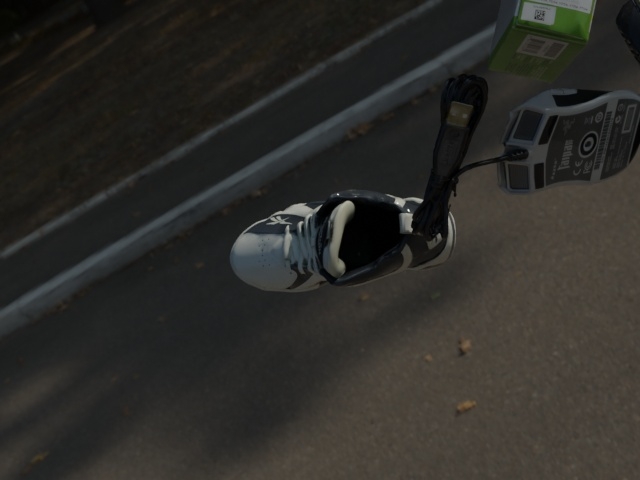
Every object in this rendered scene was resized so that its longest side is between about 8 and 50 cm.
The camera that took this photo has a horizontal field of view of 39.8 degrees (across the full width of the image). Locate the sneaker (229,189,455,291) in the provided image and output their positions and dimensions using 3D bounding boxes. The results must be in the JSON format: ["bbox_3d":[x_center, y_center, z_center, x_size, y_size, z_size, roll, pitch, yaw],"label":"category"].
[{"bbox_3d":[0.000,0.000,0.835,0.235,0.094,0.153,0,-6,21],"label":"sneaker"}]

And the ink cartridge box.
[{"bbox_3d":[0.303,-0.360,1.158,0.097,0.255,0.189,13,-4,2],"label":"ink cartridge box"}]

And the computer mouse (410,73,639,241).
[{"bbox_3d":[0.141,-0.064,0.590,0.193,0.106,0.042,-11,29,-33],"label":"computer mouse"}]

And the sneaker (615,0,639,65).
[{"bbox_3d":[0.298,-0.112,0.618,0.097,0.084,0.234,-33,60,18],"label":"sneaker"}]
